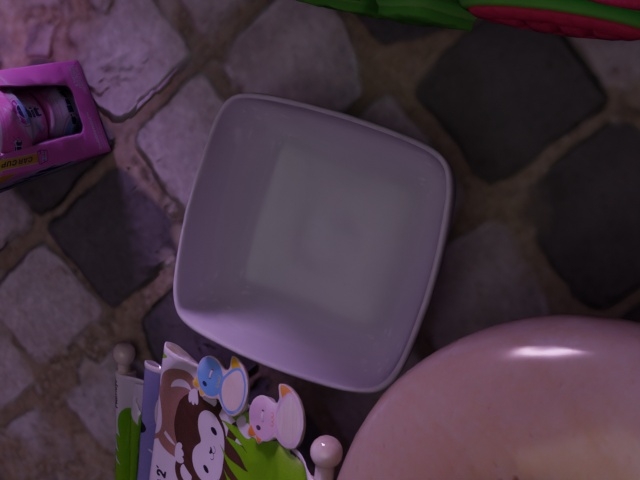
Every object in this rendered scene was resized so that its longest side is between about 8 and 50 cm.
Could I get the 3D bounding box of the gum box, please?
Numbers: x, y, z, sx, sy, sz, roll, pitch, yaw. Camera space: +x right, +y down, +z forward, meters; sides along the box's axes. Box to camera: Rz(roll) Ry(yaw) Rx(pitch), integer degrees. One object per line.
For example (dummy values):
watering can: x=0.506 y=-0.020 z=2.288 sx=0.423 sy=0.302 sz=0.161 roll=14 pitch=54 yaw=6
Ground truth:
gum box: x=-0.231 y=-0.051 z=0.585 sx=0.188 sy=0.107 sz=0.062 roll=-16 pitch=97 yaw=26

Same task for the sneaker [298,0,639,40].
sneaker: x=0.062 y=-0.201 z=0.406 sx=0.482 sy=0.185 sz=0.202 roll=13 pitch=92 yaw=16

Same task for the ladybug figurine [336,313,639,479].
ladybug figurine: x=0.180 y=0.231 z=0.456 sx=0.305 sy=0.162 sz=0.449 roll=-24 pitch=93 yaw=27

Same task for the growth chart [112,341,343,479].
growth chart: x=-0.065 y=0.144 z=0.565 sx=0.237 sy=0.021 sz=0.172 roll=16 pitch=110 yaw=50

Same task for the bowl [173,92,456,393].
bowl: x=0.000 y=0.000 z=0.524 sx=0.142 sy=0.053 sz=0.142 roll=19 pitch=101 yaw=17
